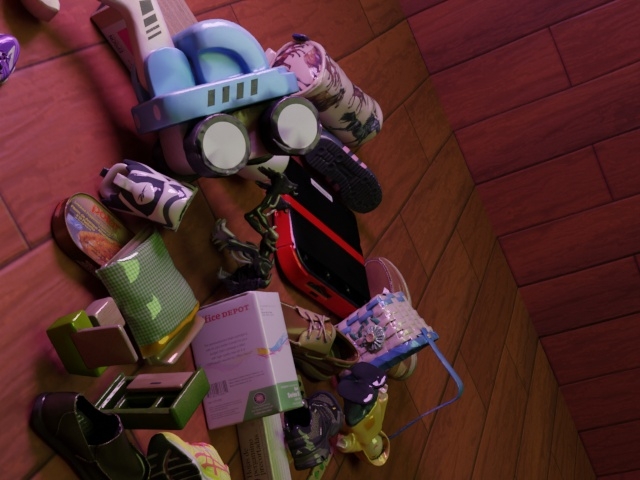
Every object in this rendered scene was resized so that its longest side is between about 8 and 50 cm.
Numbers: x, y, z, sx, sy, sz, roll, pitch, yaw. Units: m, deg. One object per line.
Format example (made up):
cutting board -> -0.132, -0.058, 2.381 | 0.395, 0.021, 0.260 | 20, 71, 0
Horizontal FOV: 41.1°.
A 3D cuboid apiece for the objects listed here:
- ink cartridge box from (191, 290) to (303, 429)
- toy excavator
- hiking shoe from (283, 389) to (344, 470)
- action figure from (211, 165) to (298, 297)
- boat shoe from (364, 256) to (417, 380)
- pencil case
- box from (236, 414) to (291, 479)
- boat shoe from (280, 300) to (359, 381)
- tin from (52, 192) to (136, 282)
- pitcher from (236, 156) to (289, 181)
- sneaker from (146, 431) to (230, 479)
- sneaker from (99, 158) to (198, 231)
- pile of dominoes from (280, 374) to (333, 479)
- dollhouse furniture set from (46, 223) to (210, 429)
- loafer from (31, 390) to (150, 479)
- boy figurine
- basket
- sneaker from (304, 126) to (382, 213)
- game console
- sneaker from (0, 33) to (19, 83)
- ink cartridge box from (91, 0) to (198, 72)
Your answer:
ink cartridge box -> -0.135, 0.209, 1.502 | 0.093, 0.154, 0.212 | 5, 68, -63
toy excavator -> -0.261, -0.316, 1.482 | 0.432, 0.222, 0.445 | -19, 98, -28
hiking shoe -> -0.017, 0.335, 1.644 | 0.227, 0.086, 0.114 | -69, 138, -67
action figure -> -0.142, 0.005, 1.624 | 0.140, 0.164, 0.276 | 22, 72, -9
boat shoe -> 0.165, 0.194, 2.171 | 0.116, 0.123, 0.324 | 14, 59, -59
pencil case -> 0.016, -0.369, 2.185 | 0.183, 0.160, 0.410 | 46, 8, 28
box -> -0.118, 0.309, 1.574 | 0.067, 0.063, 0.324 | 16, 58, -59
boat shoe -> -0.027, 0.192, 1.775 | 0.324, 0.119, 0.123 | 39, 40, -49
tin -> -0.348, 0.004, 1.354 | 0.190, 0.040, 0.106 | 49, 37, -39
pitcher -> -0.171, -0.223, 1.794 | 0.207, 0.125, 0.178 | 29, 32, -41
sneaker -> -0.207, 0.354, 1.358 | 0.094, 0.081, 0.208 | -92, 157, -47
sneaker -> -0.297, -0.083, 1.450 | 0.153, 0.094, 0.235 | 28, 5, -7
pile of dominoes -> -0.032, 0.403, 1.712 | 0.196, 0.040, 0.251 | 65, 25, -14
dollhouse furniture set -> -0.240, 0.116, 1.300 | 0.301, 0.151, 0.198 | -57, 132, -54
loafer -> -0.305, 0.286, 1.191 | 0.220, 0.078, 0.080 | 51, 31, -36
boy figurine -> 0.092, 0.393, 1.832 | 0.177, 0.092, 0.285 | -45, 143, -35
basket -> 0.158, 0.284, 1.950 | 0.289, 0.254, 0.201 | 57, 27, 11
sneaker -> 0.053, -0.196, 2.220 | 0.319, 0.112, 0.131 | 47, 10, -43
game console -> 0.000, 0.000, 2.058 | 0.386, 0.060, 0.342 | 39, 34, -50
sneaker -> -0.474, -0.251, 1.232 | 0.068, 0.071, 0.170 | 57, 28, -28
ink cartridge box -> -0.310, -0.390, 1.644 | 0.235, 0.088, 0.193 | 57, 30, -29
